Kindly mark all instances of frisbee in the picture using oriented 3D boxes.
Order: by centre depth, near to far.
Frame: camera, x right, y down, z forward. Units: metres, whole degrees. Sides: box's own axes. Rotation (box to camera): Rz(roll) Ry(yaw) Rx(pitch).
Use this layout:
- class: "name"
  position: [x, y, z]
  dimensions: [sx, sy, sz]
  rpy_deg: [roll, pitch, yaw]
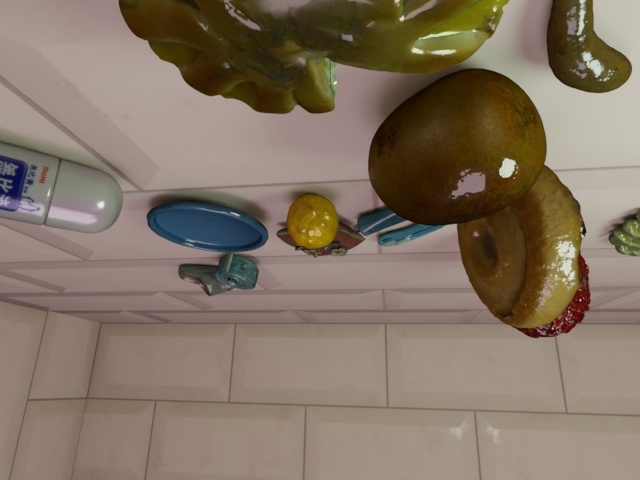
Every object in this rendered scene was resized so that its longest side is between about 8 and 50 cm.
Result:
- class: "frisbee"
  position: [-0.267, -0.039, 1.033]
  dimensions: [0.288, 0.049, 0.290]
  rpy_deg: [4, 159, 1]

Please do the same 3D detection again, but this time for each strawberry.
- class: "strawberry"
  position: [0.504, 0.078, 1.010]
  dimensions: [0.273, 0.275, 0.221]
  rpy_deg: [-2, 145, 11]

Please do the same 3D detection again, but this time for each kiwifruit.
- class: "kiwifruit"
  position: [0.170, -0.114, 0.575]
  dimensions: [0.195, 0.196, 0.233]
  rpy_deg: [15, 163, -34]

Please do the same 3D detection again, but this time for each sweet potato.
- class: "sweet potato"
  position: [0.283, -0.217, 0.469]
  dimensions: [0.249, 0.060, 0.069]
  rpy_deg: [23, 132, -39]

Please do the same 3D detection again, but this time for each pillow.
- class: "pillow"
  position: [0.000, 0.000, 1.088]
  dimensions: [0.179, 0.075, 0.171]
  rpy_deg: [-11, 157, 35]

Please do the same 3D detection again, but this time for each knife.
- class: "knife"
  position: [0.229, -0.018, 1.085]
  dimensions: [0.064, 0.032, 0.221]
  rpy_deg: [17, 155, -30]

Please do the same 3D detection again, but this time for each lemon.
- class: "lemon"
  position: [-0.016, -0.037, 0.921]
  dimensions: [0.114, 0.114, 0.155]
  rpy_deg: [0, 161, 3]

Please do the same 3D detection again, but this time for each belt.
- class: "belt"
  position: [-0.272, 0.103, 1.403]
  dimensions: [0.147, 0.082, 0.163]
  rpy_deg: [24, 156, -28]

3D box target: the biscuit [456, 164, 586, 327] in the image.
- class: "biscuit"
  position: [0.314, 0.000, 0.727]
  dimensions: [0.101, 0.297, 0.296]
  rpy_deg: [-8, 161, -3]

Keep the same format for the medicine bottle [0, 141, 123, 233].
- class: "medicine bottle"
  position: [-0.533, -0.099, 0.754]
  dimensions: [0.340, 0.131, 0.130]
  rpy_deg: [15, 157, -34]

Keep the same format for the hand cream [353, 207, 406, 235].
- class: "hand cream"
  position: [0.174, -0.058, 0.973]
  dimensions: [0.224, 0.048, 0.083]
  rpy_deg: [-18, 154, 31]

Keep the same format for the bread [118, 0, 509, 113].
- class: "bread"
  position: [-0.012, -0.215, 0.334]
  dimensions: [0.332, 0.160, 0.333]
  rpy_deg: [1, 159, 0]

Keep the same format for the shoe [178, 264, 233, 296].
- class: "shoe"
  position: [-0.378, 0.146, 1.509]
  dimensions: [0.250, 0.100, 0.103]
  rpy_deg: [8, 160, -11]

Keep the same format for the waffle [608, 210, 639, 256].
- class: "waffle"
  position: [0.859, -0.023, 0.992]
  dimensions: [0.308, 0.056, 0.292]
  rpy_deg: [-7, 159, 21]
